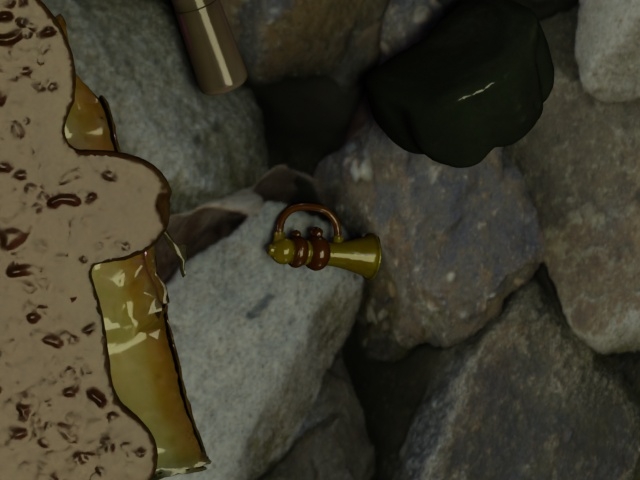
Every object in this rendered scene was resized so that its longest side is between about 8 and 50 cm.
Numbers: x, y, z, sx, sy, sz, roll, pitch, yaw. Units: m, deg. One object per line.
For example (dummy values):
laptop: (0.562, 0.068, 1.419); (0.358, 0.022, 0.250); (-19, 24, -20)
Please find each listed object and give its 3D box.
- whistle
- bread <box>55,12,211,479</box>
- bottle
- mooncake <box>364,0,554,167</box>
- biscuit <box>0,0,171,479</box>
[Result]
whistle: (0.004, 0.002, 1.803); (0.109, 0.046, 0.057); (10, 112, -27)
bread: (-0.225, 0.042, 1.538); (0.248, 0.279, 0.315); (-20, 133, -18)
bottle: (-0.098, -0.179, 1.691); (0.045, 0.045, 0.096); (-27, 114, -22)
mooncake: (0.130, -0.149, 1.794); (0.175, 0.168, 0.104); (-17, 133, 6)
biscuit: (-0.250, 0.010, 1.438); (0.283, 0.064, 0.432); (-9, 99, -19)
